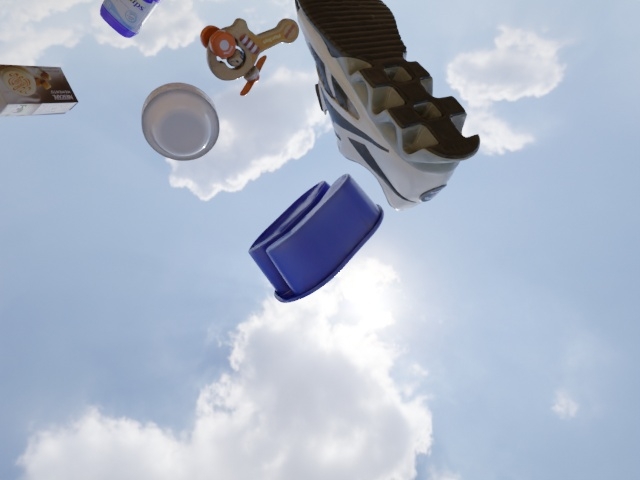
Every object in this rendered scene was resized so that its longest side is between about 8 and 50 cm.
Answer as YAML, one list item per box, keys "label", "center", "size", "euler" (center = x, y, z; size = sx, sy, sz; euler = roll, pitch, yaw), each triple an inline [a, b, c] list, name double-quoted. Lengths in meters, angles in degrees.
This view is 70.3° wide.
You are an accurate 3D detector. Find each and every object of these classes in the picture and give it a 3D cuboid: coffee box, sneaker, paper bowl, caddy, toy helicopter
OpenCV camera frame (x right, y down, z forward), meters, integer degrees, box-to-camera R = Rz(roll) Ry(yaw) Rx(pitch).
- label: "coffee box"
  center: [-0.965, -0.495, 1.506]
  size: [0.098, 0.141, 0.247]
  euler: [-22, -175, 31]
- label: "sneaker"
  center: [0.044, -0.180, 0.553]
  size: [0.123, 0.146, 0.330]
  euler: [-14, -115, -24]
- label: "paper bowl"
  center: [-0.522, -0.433, 1.707]
  size: [0.285, 0.284, 0.148]
  euler: [-15, -142, -9]
- label: "caddy"
  center: [0.000, 0.000, 1.077]
  size: [0.341, 0.179, 0.241]
  euler: [-46, -160, -22]
- label: "toy helicopter"
  center: [-0.228, -0.669, 1.601]
  size: [0.355, 0.234, 0.140]
  euler: [-30, -138, -14]

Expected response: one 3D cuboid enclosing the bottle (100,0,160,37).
- label: "bottle"
  center: [-0.506, -0.716, 1.291]
  size: [0.283, 0.118, 0.092]
  euler: [-37, -154, 25]
